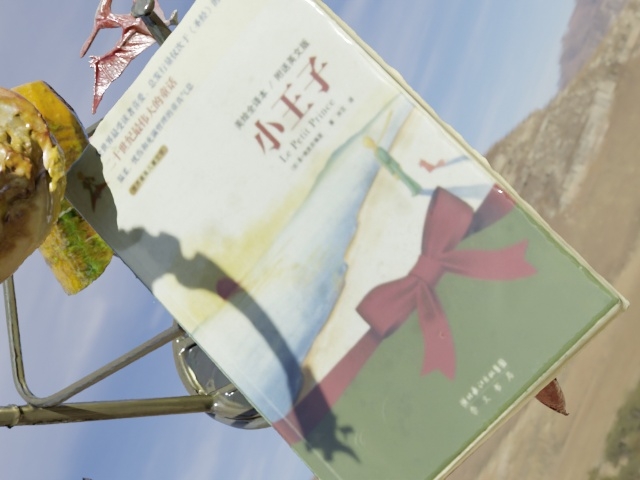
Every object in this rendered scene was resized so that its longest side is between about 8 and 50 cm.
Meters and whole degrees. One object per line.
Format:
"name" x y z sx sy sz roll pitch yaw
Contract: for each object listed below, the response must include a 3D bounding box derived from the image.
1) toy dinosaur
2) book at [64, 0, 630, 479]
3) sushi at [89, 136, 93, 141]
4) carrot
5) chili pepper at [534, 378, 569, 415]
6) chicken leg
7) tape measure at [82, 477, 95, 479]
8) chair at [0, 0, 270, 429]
"toy dinosaur" -0.218 -0.246 1.208 0.032 0.108 0.220 36 -106 -75
"book" 0.000 0.000 0.594 0.201 0.289 0.026 -49 -11 19
"sushi" -0.351 -0.079 1.800 0.161 0.107 0.241 47 -153 -59
"carrot" -0.215 -0.044 0.866 0.082 0.173 0.082 -27 10 5
"chili pepper" 0.217 0.134 1.059 0.178 0.045 0.027 56 -136 -41
"chicken leg" -0.234 0.017 0.617 0.251 0.087 0.107 -48 28 23
"tape measure" -0.176 0.327 0.877 0.114 0.260 0.253 108 174 -52
"chair" -0.173 0.030 1.237 0.364 0.362 0.410 -31 -34 22
